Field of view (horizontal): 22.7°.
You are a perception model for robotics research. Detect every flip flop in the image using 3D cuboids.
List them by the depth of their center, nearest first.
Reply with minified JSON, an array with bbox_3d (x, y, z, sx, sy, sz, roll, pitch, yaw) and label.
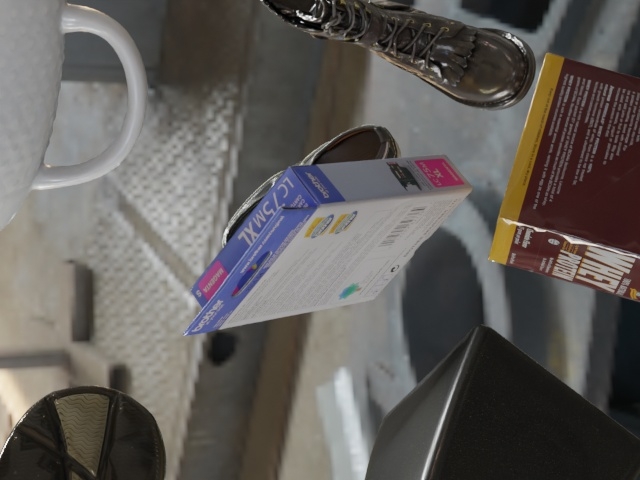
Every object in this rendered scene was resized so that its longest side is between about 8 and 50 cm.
[{"bbox_3d":[-0.156,0.207,0.811,0.080,0.112,0.277,107,-178,-69],"label":"flip flop"}]

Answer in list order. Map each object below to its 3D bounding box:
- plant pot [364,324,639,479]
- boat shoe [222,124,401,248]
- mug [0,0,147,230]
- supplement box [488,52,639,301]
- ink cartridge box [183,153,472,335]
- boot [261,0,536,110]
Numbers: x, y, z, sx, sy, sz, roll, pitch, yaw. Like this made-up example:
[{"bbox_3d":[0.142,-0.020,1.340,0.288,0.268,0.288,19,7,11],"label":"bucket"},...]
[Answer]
[{"bbox_3d":[0.136,0.222,1.368,0.187,0.167,0.188,37,137,-2],"label":"plant pot"},{"bbox_3d":[-0.017,-0.054,1.798,0.084,0.233,0.079,56,-175,7],"label":"boat shoe"},{"bbox_3d":[-0.384,-0.174,1.813,0.276,0.374,0.328,-103,18,-71],"label":"mug"},{"bbox_3d":[0.294,-0.058,1.635,0.129,0.194,0.191,88,-161,-69],"label":"supplement box"},{"bbox_3d":[0.000,0.000,1.592,0.065,0.311,0.186,52,123,19],"label":"ink cartridge box"},{"bbox_3d":[0.074,-0.216,1.707,0.263,0.229,0.091,24,100,39],"label":"boot"}]
